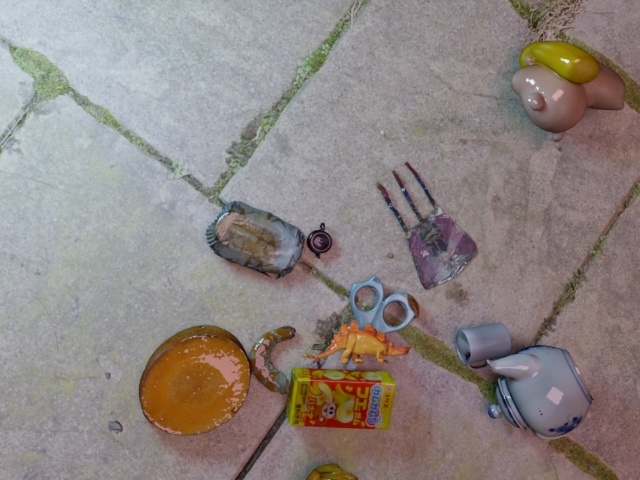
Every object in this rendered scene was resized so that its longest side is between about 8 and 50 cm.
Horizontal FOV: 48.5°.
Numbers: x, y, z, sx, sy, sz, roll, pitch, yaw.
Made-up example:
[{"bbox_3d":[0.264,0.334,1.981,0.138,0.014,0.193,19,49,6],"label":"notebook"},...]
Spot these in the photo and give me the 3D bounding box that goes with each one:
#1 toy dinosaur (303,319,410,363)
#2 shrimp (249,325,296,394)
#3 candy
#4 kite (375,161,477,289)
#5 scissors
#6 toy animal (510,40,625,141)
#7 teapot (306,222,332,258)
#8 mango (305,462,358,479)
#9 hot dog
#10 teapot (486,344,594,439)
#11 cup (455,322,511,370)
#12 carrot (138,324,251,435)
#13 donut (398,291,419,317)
[{"bbox_3d":[0.099,0.275,1.922,0.289,0.070,0.117,1,78,3],"label":"toy dinosaur"},{"bbox_3d":[-0.108,0.319,1.920,0.166,0.049,0.161,-43,96,-16],"label":"shrimp"},{"bbox_3d":[0.054,0.425,1.910,0.276,0.088,0.146,6,101,-12],"label":"candy"},{"bbox_3d":[0.294,-0.041,2.018,0.204,0.022,0.360,-37,98,-11],"label":"kite"},{"bbox_3d":[0.118,0.281,1.966,0.191,0.029,0.360,26,92,6],"label":"scissors"},{"bbox_3d":[0.668,-0.417,2.017,0.345,0.278,0.246,11,107,-43],"label":"toy animal"},{"bbox_3d":[0.000,0.000,1.940,0.068,0.045,0.100,9,89,-14],"label":"teapot"},{"bbox_3d":[0.051,0.764,1.893,0.199,0.201,0.349,-3,101,24],"label":"mango"},{"bbox_3d":[-0.169,-0.002,1.887,0.271,0.082,0.162,23,94,-19],"label":"hot dog"},{"bbox_3d":[0.597,0.432,1.984,0.280,0.252,0.424,-30,125,17],"label":"teapot"},{"bbox_3d":[0.459,0.301,2.028,0.133,0.136,0.099,-10,58,-13],"label":"cup"},{"bbox_3d":[-0.327,0.366,1.842,0.307,0.100,0.258,-37,95,-8],"label":"carrot"},{"bbox_3d":[0.246,0.185,1.998,0.067,0.038,0.083,-16,92,-15],"label":"donut"}]
